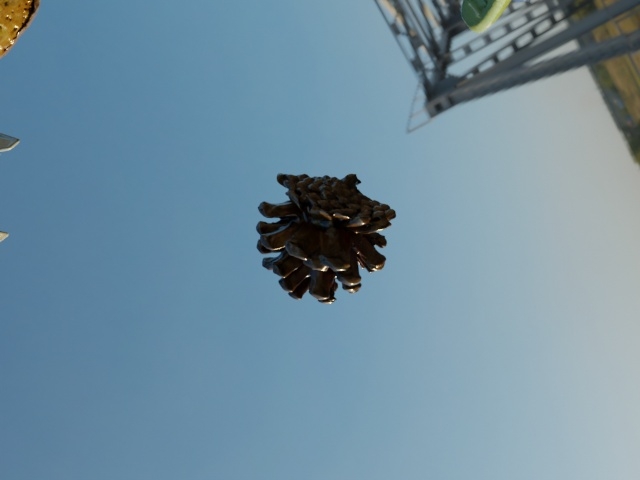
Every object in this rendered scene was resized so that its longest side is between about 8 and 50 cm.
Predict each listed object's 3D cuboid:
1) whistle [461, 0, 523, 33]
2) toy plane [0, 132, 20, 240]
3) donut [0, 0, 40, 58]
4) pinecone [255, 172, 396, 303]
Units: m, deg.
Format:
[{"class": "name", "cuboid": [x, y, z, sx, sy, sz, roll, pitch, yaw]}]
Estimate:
[{"class": "whistle", "cuboid": [0.177, -0.269, 0.750, 0.085, 0.227, 0.105, -25, -106, -26]}, {"class": "toy plane", "cuboid": [-0.396, -0.034, 0.741, 0.251, 0.255, 0.101, 32, 159, 33]}, {"class": "donut", "cuboid": [-0.519, -0.359, 1.071, 0.317, 0.299, 0.150, -11, -143, -33]}, {"class": "pinecone", "cuboid": [0.001, -0.004, 1.103, 0.179, 0.195, 0.150, 22, -126, 2]}]
